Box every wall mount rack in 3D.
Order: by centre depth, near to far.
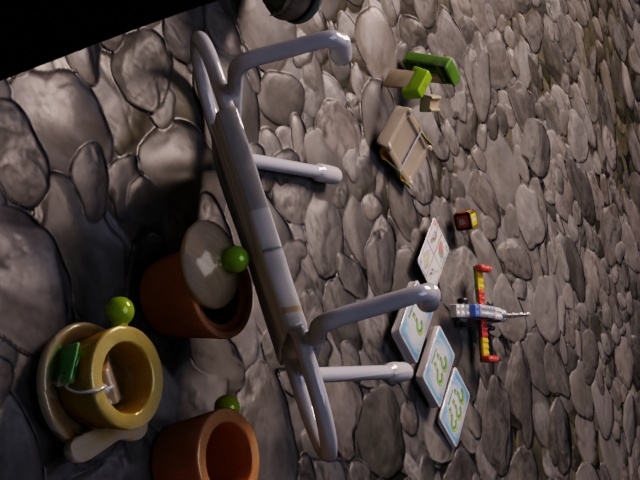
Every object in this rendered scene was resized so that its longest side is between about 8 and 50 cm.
[{"bbox_3d":[0.000,0.000,0.900,0.304,0.130,0.350,101,-28,-72],"label":"wall mount rack"}]

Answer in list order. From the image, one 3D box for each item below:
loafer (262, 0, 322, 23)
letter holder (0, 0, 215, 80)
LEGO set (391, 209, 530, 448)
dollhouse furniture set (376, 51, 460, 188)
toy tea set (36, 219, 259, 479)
[{"bbox_3d":[-0.066,-0.317,0.986,0.084,0.096,0.268,-2,75,-38],"label":"loafer"},{"bbox_3d":[-0.183,-0.199,0.539,0.152,0.301,0.215,44,45,-42],"label":"letter holder"},{"bbox_3d":[0.160,0.077,1.230,0.182,0.060,0.244,62,35,-31],"label":"LEGO set"},{"bbox_3d":[0.092,-0.138,1.221,0.152,0.058,0.076,-62,141,-21],"label":"dollhouse furniture set"},{"bbox_3d":[-0.083,0.146,0.753,0.200,0.124,0.336,12,70,-56],"label":"toy tea set"}]
